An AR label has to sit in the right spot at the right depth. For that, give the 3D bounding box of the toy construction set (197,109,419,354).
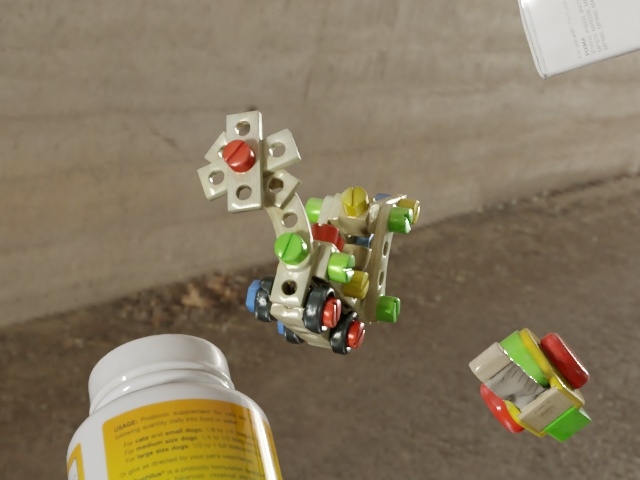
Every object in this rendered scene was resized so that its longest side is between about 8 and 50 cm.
[{"bbox_3d":[0.000,0.000,1.357,0.151,0.215,0.327,6,-15,33],"label":"toy construction set"}]

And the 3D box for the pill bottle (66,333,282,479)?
[{"bbox_3d":[-0.073,0.159,0.695,0.117,0.117,0.215,5,47,-24],"label":"pill bottle"}]

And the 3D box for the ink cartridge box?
[{"bbox_3d":[0.268,-0.200,0.981,0.218,0.092,0.158,-18,5,20],"label":"ink cartridge box"}]

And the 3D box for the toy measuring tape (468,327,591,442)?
[{"bbox_3d":[0.208,0.136,1.376,0.121,0.121,0.330,23,-7,32],"label":"toy measuring tape"}]
